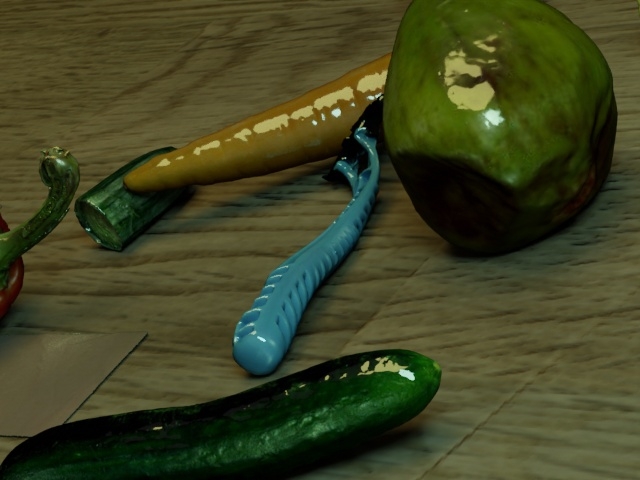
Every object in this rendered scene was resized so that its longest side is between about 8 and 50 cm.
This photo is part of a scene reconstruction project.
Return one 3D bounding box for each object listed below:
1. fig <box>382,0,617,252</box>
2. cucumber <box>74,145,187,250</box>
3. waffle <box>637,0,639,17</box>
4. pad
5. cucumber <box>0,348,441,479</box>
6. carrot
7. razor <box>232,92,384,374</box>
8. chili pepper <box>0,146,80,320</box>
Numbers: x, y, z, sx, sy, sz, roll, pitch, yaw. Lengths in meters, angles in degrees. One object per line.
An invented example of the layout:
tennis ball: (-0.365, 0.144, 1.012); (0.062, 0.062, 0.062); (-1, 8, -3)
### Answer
fig: (0.105, -0.080, 1.134); (0.154, 0.166, 0.144); (-4, -24, -31)
cucumber: (-0.128, -0.034, 1.361); (0.048, 0.048, 0.105); (4, 33, 44)
waffle: (0.314, -0.140, 1.196); (0.160, 0.055, 0.211); (-25, 24, -4)
pad: (-0.211, 0.091, 1.222); (0.187, 0.006, 0.113); (-2, 30, 36)
cucumber: (-0.064, 0.107, 1.012); (0.284, 0.056, 0.056); (-16, 25, 24)
carrot: (0.020, -0.091, 1.311); (0.336, 0.069, 0.069); (-18, 25, 1)
razor: (0.000, 0.000, 1.190); (0.082, 0.042, 0.253); (-58, 1, 38)
chili pepper: (-0.318, 0.038, 1.301); (0.387, 0.110, 0.110); (-19, 24, 25)
